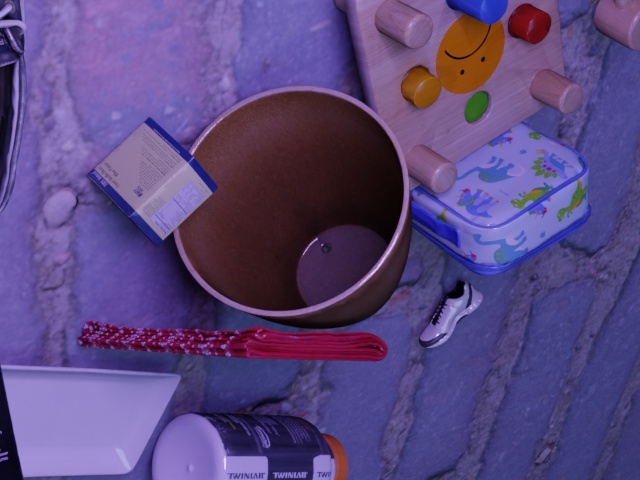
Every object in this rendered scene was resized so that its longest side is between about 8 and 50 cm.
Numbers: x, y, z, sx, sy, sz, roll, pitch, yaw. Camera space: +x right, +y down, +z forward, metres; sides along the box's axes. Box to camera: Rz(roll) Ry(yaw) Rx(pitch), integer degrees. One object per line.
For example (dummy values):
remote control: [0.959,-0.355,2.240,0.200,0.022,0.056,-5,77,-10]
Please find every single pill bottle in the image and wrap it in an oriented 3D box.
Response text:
pill bottle: [-0.075,0.277,1.566,0.246,0.130,0.130,10,115,-48]

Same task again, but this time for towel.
towel: [-0.091,0.103,1.319,0.199,0.275,0.031,8,83,-46]

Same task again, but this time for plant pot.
plant pot: [0.000,0.000,1.346,0.237,0.237,0.254,-45,155,-4]

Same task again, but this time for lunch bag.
lunch bag: [0.178,-0.061,1.444,0.176,0.219,0.090,-31,132,-23]

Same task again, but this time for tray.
tray: [-0.284,0.189,1.373,0.270,0.030,0.145,9,115,-47]

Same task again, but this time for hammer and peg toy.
hammer and peg toy: [0.191,-0.236,1.368,0.361,0.127,0.266,-33,132,-19]

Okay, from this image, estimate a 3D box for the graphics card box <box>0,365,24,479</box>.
graphics card box: [-0.376,0.214,1.098,0.233,0.094,0.371,-13,91,-37]

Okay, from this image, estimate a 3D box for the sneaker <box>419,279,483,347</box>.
sneaker: [0.168,0.097,1.724,0.109,0.040,0.044,-48,126,-6]

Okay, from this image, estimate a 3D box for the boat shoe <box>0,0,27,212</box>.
boat shoe: [-0.274,-0.164,1.004,0.121,0.119,0.335,-23,136,-29]

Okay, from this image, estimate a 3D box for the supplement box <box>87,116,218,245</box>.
supplement box: [-0.161,-0.057,1.233,0.083,0.083,0.056,-44,142,-6]
